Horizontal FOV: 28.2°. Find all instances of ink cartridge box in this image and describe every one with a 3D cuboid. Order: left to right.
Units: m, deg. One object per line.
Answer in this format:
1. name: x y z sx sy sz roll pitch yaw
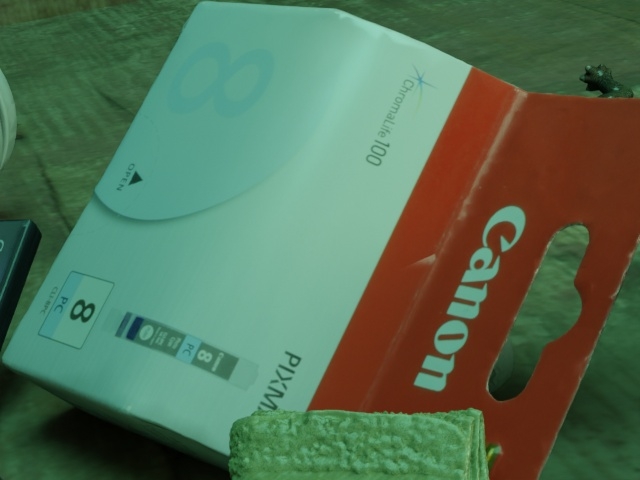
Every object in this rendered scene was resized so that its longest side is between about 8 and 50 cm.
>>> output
1. ink cartridge box: 0.000 0.000 0.814 0.385 0.091 0.308 11 68 43

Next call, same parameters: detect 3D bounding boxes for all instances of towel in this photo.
1. towel: 0.018 0.143 0.688 0.148 0.027 0.110 -3 60 14

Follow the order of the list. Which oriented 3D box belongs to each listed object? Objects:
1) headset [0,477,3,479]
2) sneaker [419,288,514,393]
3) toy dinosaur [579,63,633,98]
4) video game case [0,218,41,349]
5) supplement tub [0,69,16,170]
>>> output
1. headset: -0.360 0.190 0.686 0.394 0.185 0.243 10 27 4
2. sneaker: 0.070 0.029 0.931 0.153 0.101 0.268 -22 25 -33
3. toy dinosaur: 0.319 -0.099 1.204 0.313 0.121 0.160 2 35 13
4. video game case: -0.362 0.070 0.959 0.274 0.026 0.196 0 54 17
5. supplement tub: -0.451 -0.079 1.210 0.241 0.241 0.331 -3 21 13
